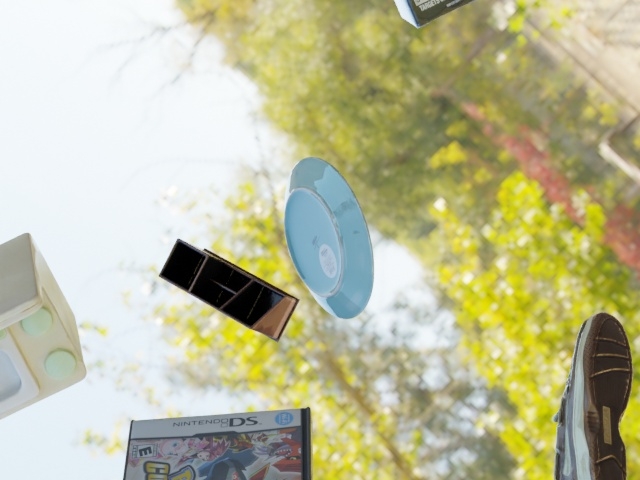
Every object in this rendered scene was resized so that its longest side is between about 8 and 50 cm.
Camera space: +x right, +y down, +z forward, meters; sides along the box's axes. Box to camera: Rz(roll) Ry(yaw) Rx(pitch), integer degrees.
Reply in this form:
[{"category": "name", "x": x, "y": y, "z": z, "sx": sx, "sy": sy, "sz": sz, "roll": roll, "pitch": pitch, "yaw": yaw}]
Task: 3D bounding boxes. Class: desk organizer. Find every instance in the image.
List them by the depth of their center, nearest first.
[{"category": "desk organizer", "x": -0.090, "y": 0.046, "z": 1.329, "sx": 0.130, "sy": 0.047, "sz": 0.050, "roll": 27, "pitch": 179, "yaw": 33}]

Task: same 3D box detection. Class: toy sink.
[{"category": "toy sink", "x": -0.349, "y": 0.108, "z": 1.497, "sx": 0.131, "sy": 0.152, "sz": 0.234, "roll": 66, "pitch": 174, "yaw": -21}]

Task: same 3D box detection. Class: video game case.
[{"category": "video game case", "x": -0.133, "y": 0.328, "z": 1.778, "sx": 0.275, "sy": 0.248, "sz": 0.035, "roll": -91, "pitch": -4, "yaw": -52}]

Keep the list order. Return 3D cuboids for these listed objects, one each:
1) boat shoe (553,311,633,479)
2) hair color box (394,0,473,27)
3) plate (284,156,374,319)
[{"category": "boat shoe", "x": 0.340, "y": 0.218, "z": 1.798, "sx": 0.095, "sy": 0.095, "sz": 0.257, "roll": 28, "pitch": -123, "yaw": -29}, {"category": "hair color box", "x": 0.120, "y": -0.477, "z": 1.722, "sx": 0.113, "sy": 0.185, "sz": 0.374, "roll": -113, "pitch": -2, "yaw": -74}, {"category": "plate", "x": 0.000, "y": 0.000, "z": 1.548, "sx": 0.024, "sy": 0.188, "sz": 0.188, "roll": -15, "pitch": -136, "yaw": -28}]
